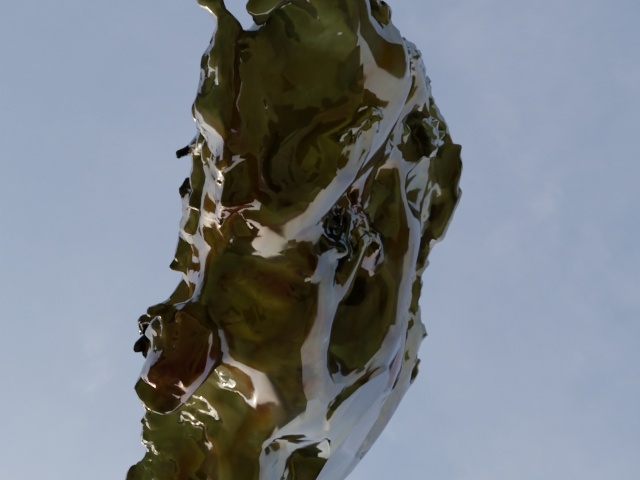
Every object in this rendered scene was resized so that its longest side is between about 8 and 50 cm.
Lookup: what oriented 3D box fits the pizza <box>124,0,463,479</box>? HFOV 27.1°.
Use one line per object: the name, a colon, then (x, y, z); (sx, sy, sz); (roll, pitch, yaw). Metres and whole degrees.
pizza: (0.000, 0.000, 0.511); (0.071, 0.189, 0.297); (29, -48, 28)
